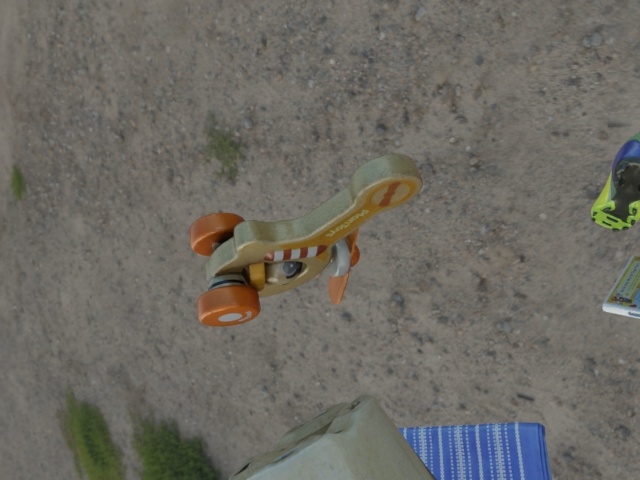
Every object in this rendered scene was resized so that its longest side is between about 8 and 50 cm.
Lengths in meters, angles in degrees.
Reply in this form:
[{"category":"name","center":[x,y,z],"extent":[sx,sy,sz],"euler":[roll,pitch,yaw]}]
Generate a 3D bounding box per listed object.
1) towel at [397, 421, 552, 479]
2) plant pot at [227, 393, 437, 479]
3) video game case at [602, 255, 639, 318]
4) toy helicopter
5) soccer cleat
[{"category":"towel","center":[0.244,0.455,0.994],"extent":[0.336,0.040,0.243],"euler":[-13,57,28]},{"category":"plant pot","center":[0.048,0.380,0.697],"extent":[0.334,0.334,0.305],"euler":[-37,79,42]},{"category":"video game case","center":[0.783,0.114,1.253],"extent":[0.206,0.227,0.026],"euler":[11,126,42]},{"category":"toy helicopter","center":[0.000,0.000,0.738],"extent":[0.355,0.235,0.140],"euler":[-34,57,38]},{"category":"soccer cleat","center":[0.644,-0.117,1.159],"extent":[0.093,0.289,0.121],"euler":[24,71,23]}]
